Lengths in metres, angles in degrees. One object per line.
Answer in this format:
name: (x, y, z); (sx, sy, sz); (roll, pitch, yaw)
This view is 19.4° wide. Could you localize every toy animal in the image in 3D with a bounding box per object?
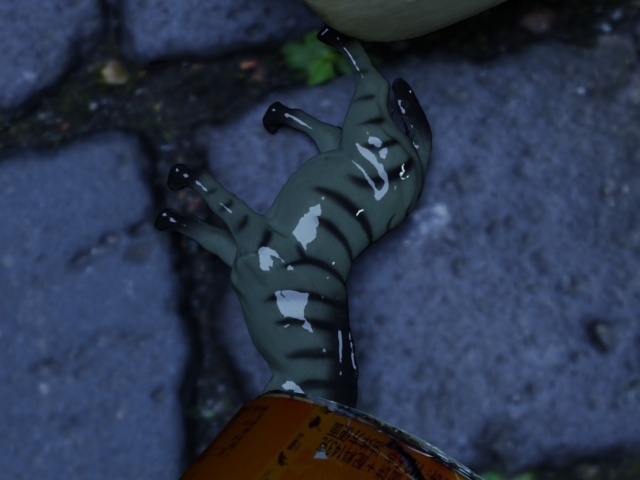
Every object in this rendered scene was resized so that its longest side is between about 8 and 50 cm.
toy animal: (-0.001, -0.001, 1.088); (0.176, 0.073, 0.217); (39, 77, 13)

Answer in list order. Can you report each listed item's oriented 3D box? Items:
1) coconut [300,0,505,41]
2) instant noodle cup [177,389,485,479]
coconut: (0.061, -0.257, 1.054); (0.329, 0.329, 0.328); (-3, 71, 9)
instant noodle cup: (0.000, 0.219, 0.898); (0.296, 0.296, 0.214); (28, 70, 17)
